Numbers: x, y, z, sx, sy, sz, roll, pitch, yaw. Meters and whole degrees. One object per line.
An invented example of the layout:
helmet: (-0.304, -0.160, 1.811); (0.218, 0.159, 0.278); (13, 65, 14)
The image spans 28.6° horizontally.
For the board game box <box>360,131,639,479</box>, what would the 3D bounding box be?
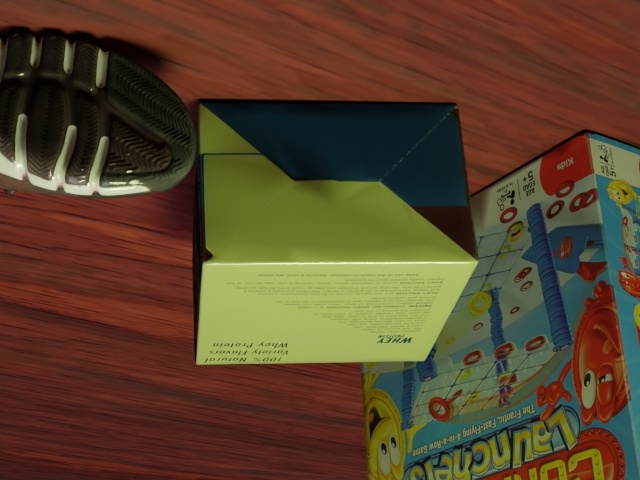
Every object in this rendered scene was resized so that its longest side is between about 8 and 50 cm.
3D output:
board game box: (0.161, 0.112, 1.055); (0.086, 0.302, 0.308); (16, 148, -34)

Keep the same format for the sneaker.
sneaker: (-0.230, -0.070, 0.885); (0.281, 0.106, 0.162); (12, 158, -6)

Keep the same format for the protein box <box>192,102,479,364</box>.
protein box: (0.000, 0.000, 0.995); (0.200, 0.136, 0.201); (0, 154, -7)
